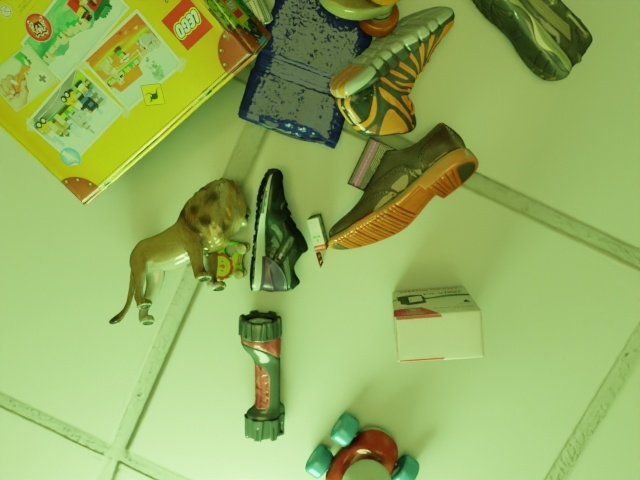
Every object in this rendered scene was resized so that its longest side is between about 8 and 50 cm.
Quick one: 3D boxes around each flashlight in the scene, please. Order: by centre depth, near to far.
[{"bbox_3d":[-0.143,0.322,1.414,0.103,0.103,0.303,9,103,30],"label":"flashlight"}]

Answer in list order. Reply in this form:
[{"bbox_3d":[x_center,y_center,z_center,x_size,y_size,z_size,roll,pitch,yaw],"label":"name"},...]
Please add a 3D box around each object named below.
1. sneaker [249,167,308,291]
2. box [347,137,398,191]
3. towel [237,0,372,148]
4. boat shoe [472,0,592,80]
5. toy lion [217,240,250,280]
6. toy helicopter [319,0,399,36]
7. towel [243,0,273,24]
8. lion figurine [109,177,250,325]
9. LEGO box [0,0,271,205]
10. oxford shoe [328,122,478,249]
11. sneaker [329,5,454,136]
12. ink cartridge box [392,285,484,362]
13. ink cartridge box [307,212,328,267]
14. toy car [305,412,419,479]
[{"bbox_3d":[-0.087,-0.022,1.361,0.124,0.107,0.283,4,104,-11],"label":"sneaker"},{"bbox_3d":[0.157,-0.144,1.341,0.162,0.029,0.116,26,102,1],"label":"box"},{"bbox_3d":[-0.028,-0.375,1.299,0.228,0.076,0.308,18,101,-6],"label":"towel"},{"bbox_3d":[0.415,-0.493,1.221,0.130,0.132,0.355,-42,103,1],"label":"boat shoe"},{"bbox_3d":[-0.218,0.048,1.408,0.096,0.034,0.100,11,101,11],"label":"toy lion"},{"bbox_3d":[0.092,-0.603,1.199,0.235,0.140,0.355,21,78,3],"label":"toy helicopter"},{"bbox_3d":[-0.298,-0.534,1.263,0.324,0.056,0.312,-21,98,23],"label":"towel"},{"bbox_3d":[-0.330,0.024,1.353,0.392,0.142,0.240,-23,64,15],"label":"lion figurine"},{"bbox_3d":[-0.411,-0.370,1.178,0.500,0.193,0.372,-34,111,21],"label":"LEGO box"},{"bbox_3d":[0.155,-0.107,1.293,0.364,0.130,0.132,-34,64,17],"label":"oxford shoe"},{"bbox_3d":[0.173,-0.343,1.269,0.321,0.124,0.180,-40,124,-8],"label":"sneaker"},{"bbox_3d":[0.242,0.172,1.285,0.172,0.237,0.100,-5,97,6],"label":"ink cartridge box"},{"bbox_3d":[0.000,0.000,1.362,0.029,0.063,0.115,-14,99,9],"label":"ink cartridge box"},{"bbox_3d":[0.092,0.557,1.363,0.219,0.238,0.210,36,101,-2],"label":"toy car"}]
